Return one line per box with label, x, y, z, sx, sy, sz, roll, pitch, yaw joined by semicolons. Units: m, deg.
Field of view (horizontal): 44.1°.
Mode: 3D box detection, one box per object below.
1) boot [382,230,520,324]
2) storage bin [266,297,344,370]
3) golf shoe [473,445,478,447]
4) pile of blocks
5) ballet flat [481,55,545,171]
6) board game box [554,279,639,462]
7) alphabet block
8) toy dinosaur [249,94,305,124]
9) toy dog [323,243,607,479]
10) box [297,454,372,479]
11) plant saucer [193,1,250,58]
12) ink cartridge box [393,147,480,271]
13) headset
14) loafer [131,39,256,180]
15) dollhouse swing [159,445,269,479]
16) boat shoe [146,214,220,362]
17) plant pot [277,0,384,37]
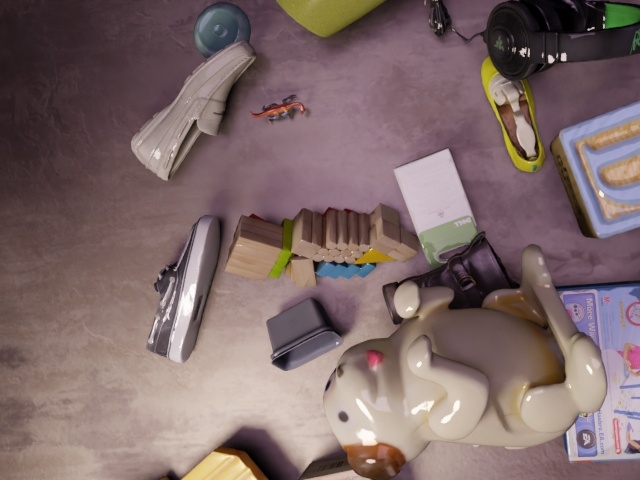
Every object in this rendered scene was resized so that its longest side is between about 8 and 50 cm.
boot;0.256;0.138;1.422;0.229;0.091;0.262;-23;103;12
storage bin;-0.035;0.177;1.514;0.135;0.098;0.091;-28;58;12
golf shoe;0.263;0.336;1.456;0.198;0.077;0.093;3;92;13
pile of blocks;0.000;0.000;1.503;0.363;0.148;0.112;-1;48;3
ballet flat;0.352;-0.235;1.423;0.077;0.077;0.230;-19;87;12
board game box;0.573;0.221;1.383;0.302;0.086;0.308;-5;90;12
alphabet block;0.513;-0.120;1.331;0.193;0.197;0.193;-18;87;12
toy dinosaur;-0.074;-0.247;1.519;0.082;0.090;0.047;-8;107;43
toy dog;0.204;0.227;1.299;0.408;0.395;0.284;-14;51;0
box;0.072;0.569;1.478;0.148;0.121;0.310;-17;88;11
plant saucer;-0.199;-0.414;1.562;0.120;0.021;0.119;0;91;12
ink cartridge box;0.222;-0.055;1.460;0.109;0.062;0.209;-20;91;11
headset;0.362;-0.384;1.337;0.394;0.243;0.185;11;121;35
loafer;-0.231;-0.252;1.534;0.319;0.112;0.111;-44;88;17
dollhouse swing;-0.236;0.617;1.459;0.346;0.315;0.305;50;128;7
boat shoe;-0.276;0.088;1.554;0.102;0.108;0.301;17;102;9
plant pot;0.052;-0.520;1.405;0.275;0.275;0.293;47;115;7
